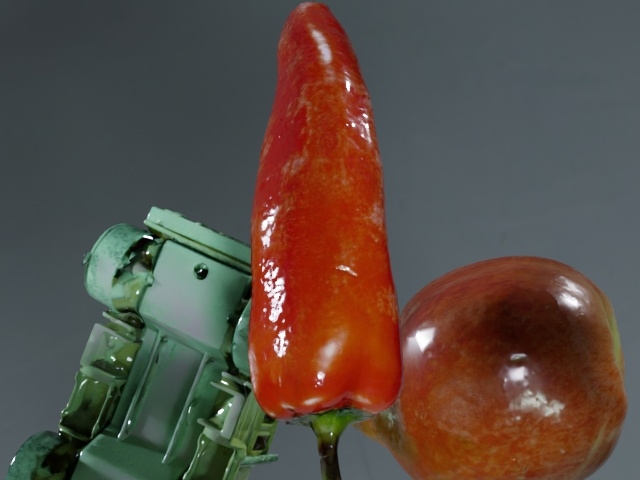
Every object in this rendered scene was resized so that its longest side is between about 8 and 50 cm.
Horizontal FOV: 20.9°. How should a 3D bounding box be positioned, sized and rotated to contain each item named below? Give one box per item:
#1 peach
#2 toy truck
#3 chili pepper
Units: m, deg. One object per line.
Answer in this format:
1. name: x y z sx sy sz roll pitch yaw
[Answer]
1. peach: 0.150 0.129 1.577 0.256 0.232 0.232 -9 58 15
2. toy truck: -0.086 0.116 0.967 0.128 0.135 0.260 23 100 24
3. chili pepper: 0.000 0.000 0.741 0.063 0.071 0.272 15 58 -31
